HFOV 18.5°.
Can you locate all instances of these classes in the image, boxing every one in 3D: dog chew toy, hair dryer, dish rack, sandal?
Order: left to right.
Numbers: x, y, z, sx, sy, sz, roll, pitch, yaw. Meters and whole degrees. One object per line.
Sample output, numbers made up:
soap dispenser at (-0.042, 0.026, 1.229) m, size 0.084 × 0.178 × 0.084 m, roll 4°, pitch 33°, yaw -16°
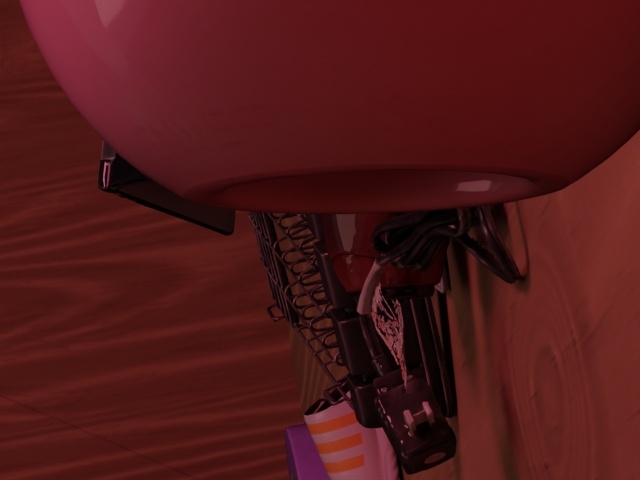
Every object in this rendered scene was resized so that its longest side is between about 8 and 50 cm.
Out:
dish rack at (0.000, 0.000, 1.391) m, size 0.271 × 0.074 × 0.208 m, roll -132°, pitch 27°, yaw -64°
sandal at (0.019, 0.139, 1.793) m, size 0.102 × 0.076 × 0.265 m, roll 137°, pitch 123°, yaw -85°
dog chew toy at (0.011, -0.177, 0.565) m, size 0.206 × 0.206 × 0.332 m, roll 122°, pitch 147°, yaw -83°
hair dryer at (0.060, -0.037, 1.123) m, size 0.224 × 0.080 × 0.293 m, roll 107°, pitch 153°, yaw -42°

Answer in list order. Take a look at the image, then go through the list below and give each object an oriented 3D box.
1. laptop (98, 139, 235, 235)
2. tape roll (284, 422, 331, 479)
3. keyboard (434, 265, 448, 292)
laptop at (-0.064, -0.222, 1.842) m, size 0.408 × 0.236 × 0.382 m, roll 23°, pitch -109°, yaw -64°
tape roll at (0.030, 0.314, 1.954) m, size 0.275 × 0.090 × 0.275 m, roll 171°, pitch 90°, yaw -85°
keyboard at (0.055, -0.096, 1.260) m, size 0.072 × 0.014 × 0.256 m, roll -119°, pitch 20°, yaw -77°
